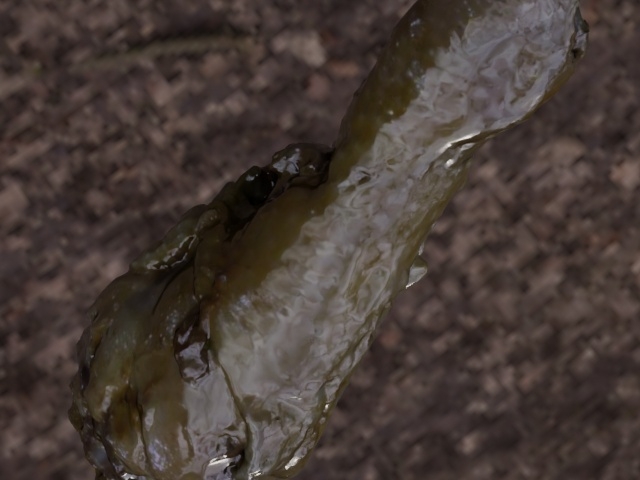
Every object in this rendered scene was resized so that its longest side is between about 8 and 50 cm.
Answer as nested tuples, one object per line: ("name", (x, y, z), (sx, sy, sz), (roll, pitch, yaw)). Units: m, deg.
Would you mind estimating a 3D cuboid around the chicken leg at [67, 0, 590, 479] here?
("chicken leg", (0.002, 0.002, 0.476), (0.198, 0.069, 0.085), (-49, 160, 30))
